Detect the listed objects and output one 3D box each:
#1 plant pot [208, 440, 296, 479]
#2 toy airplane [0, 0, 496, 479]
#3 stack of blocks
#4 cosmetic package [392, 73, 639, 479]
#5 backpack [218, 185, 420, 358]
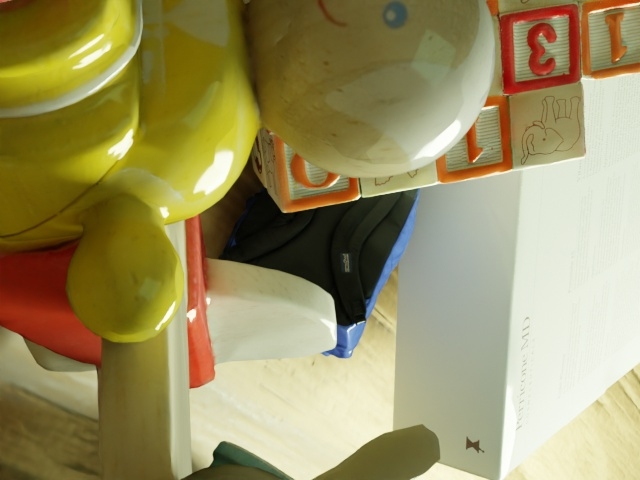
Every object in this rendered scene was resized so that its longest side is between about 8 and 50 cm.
[{"bbox_3d":[-0.029,0.292,0.687,0.255,0.272,0.271,-50,142,-15],"label":"plant pot"},{"bbox_3d":[-0.061,-0.027,0.477,0.384,0.273,0.386,-60,133,-68],"label":"toy airplane"},{"bbox_3d":[0.103,-0.132,0.689,0.297,0.087,0.171,-11,111,-10],"label":"stack of blocks"},{"bbox_3d":[0.166,-0.058,0.913,0.284,0.097,0.377,-25,121,-53],"label":"cosmetic package"},{"bbox_3d":[0.000,0.000,0.770,0.101,0.098,0.120,104,12,-67],"label":"backpack"}]
